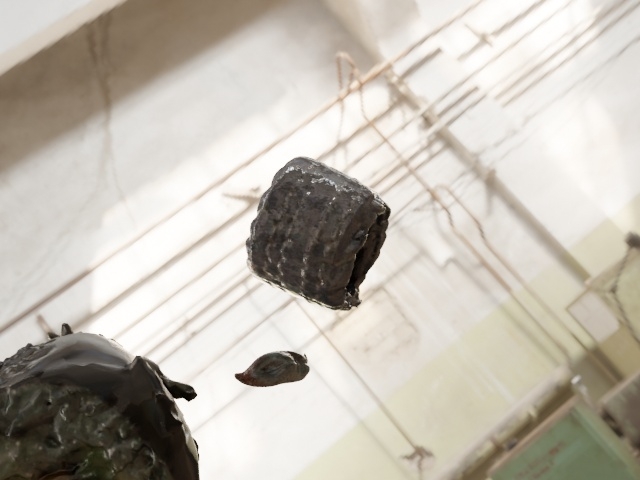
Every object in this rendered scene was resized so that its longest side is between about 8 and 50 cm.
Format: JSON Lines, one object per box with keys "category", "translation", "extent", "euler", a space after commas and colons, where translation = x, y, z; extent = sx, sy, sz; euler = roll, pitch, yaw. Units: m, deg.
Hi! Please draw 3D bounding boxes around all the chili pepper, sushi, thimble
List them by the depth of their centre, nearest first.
{"category": "sushi", "translation": [-0.211, 0.183, 0.847], "extent": [0.225, 0.239, 0.219], "euler": [-19, 3, 0]}
{"category": "chili pepper", "translation": [-0.061, 0.184, 1.376], "extent": [0.153, 0.050, 0.041], "euler": [3, -64, -53]}
{"category": "thimble", "translation": [0.000, 0.000, 1.423], "extent": [0.205, 0.172, 0.236], "euler": [-56, -15, -28]}
